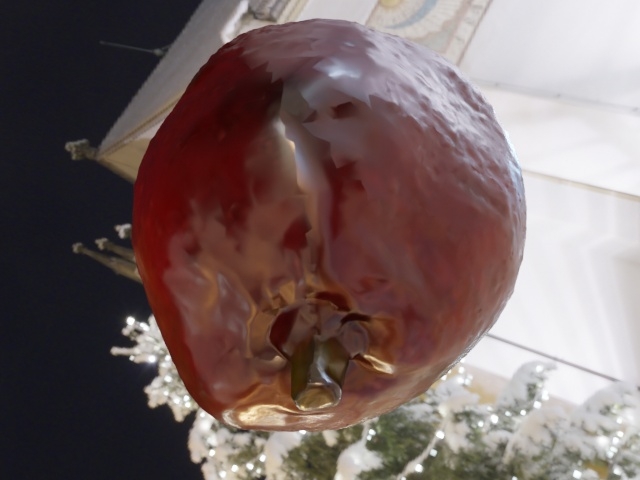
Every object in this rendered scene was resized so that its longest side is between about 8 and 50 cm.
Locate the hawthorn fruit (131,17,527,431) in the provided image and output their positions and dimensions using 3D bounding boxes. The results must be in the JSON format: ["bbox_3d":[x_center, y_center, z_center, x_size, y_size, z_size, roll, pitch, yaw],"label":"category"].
[{"bbox_3d":[0.000,0.000,0.450,0.307,0.265,0.265,-78,-13,-57],"label":"hawthorn fruit"}]
